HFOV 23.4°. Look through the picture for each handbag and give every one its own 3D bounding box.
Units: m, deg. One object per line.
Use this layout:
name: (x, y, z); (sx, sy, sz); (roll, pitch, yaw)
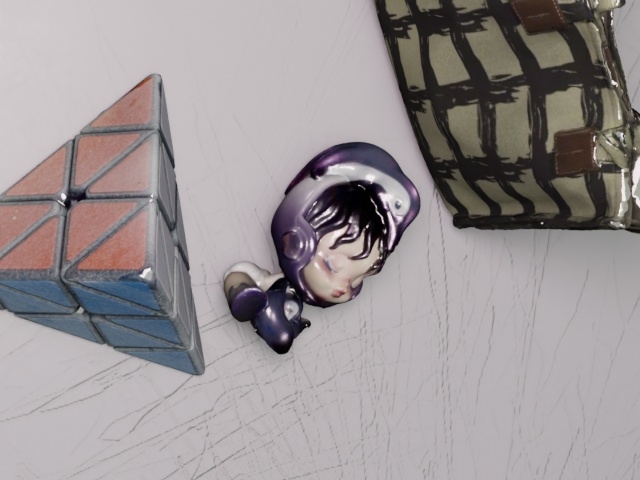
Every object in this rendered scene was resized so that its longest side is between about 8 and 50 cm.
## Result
handbag: (0.201, -0.167, 1.496); (0.162, 0.327, 0.325); (-25, 104, -19)

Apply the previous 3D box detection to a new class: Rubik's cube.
Rubik's cube: (-0.207, 0.006, 1.475); (0.233, 0.229, 0.228); (47, 35, 18)

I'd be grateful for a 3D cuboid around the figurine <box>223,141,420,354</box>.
figurine: (0.000, 0.000, 1.560); (0.222, 0.145, 0.145); (-43, 107, 1)
